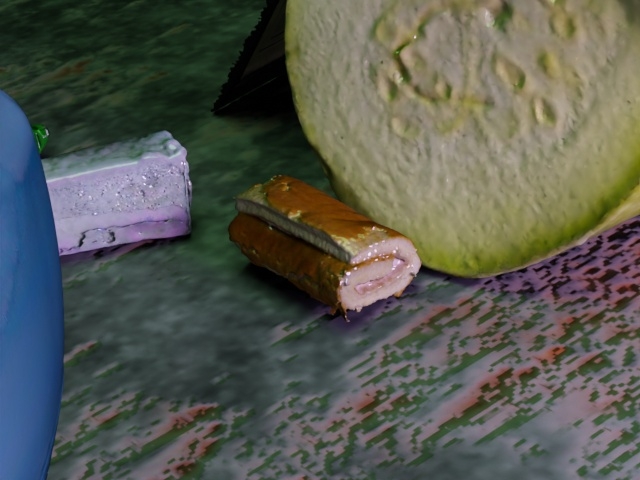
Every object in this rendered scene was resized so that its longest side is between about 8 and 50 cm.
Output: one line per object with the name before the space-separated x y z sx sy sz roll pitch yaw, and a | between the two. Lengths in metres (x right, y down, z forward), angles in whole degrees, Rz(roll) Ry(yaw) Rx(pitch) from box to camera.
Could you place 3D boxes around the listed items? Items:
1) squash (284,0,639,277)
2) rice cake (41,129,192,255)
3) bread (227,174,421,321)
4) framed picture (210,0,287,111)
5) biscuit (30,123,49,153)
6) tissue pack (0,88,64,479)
squash | 0.084 -0.106 0.743 0.133 0.220 0.220 -21 31 -29
rice cake | -0.160 -0.005 0.815 0.210 0.043 0.034 -12 24 -6
bread | 0.000 0.000 0.765 0.047 0.036 0.083 -26 35 -30
framed picture | 0.041 -0.158 0.915 0.199 0.195 0.010 -32 74 -36
biscuit | -0.162 -0.030 0.887 0.046 0.016 0.089 -4 29 14
tissue pack | -0.187 0.081 0.514 0.198 0.206 0.287 10 33 5
